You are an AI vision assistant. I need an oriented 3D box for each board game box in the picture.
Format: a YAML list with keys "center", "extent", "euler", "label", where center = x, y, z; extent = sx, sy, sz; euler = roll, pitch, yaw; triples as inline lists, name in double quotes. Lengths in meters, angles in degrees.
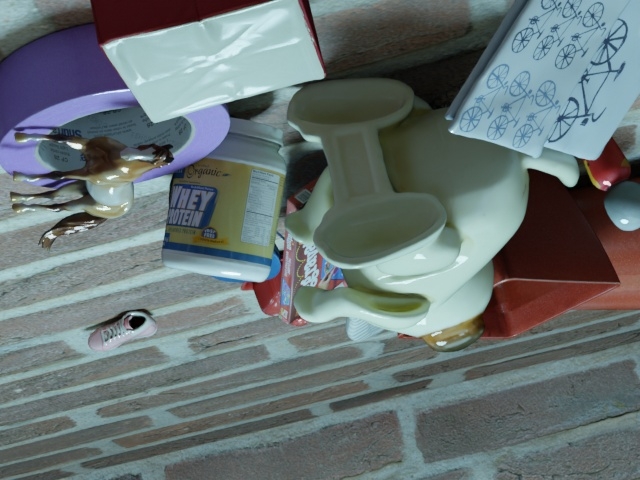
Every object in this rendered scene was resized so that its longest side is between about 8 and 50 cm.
- center: [0.000, 0.000, 2.067]
  extent: [0.145, 0.027, 0.281]
  euler: [-36, 152, -30]
  label: "board game box"

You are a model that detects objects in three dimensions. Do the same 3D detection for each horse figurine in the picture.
- center: [-0.276, -0.067, 1.598]
  extent: [0.174, 0.066, 0.263]
  euler: [-1, 157, -15]
  label: "horse figurine"

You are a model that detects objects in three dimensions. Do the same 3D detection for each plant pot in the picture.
- center: [0.501, 0.009, 2.357]
  extent: [0.265, 0.272, 0.272]
  euler: [-5, 162, 3]
  label: "plant pot"
- center: [0.276, 0.007, 2.189]
  extent: [0.267, 0.235, 0.267]
  euler: [4, 155, -38]
  label: "plant pot"

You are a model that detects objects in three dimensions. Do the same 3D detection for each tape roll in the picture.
- center: [-0.249, -0.154, 1.601]
  extent: [0.275, 0.090, 0.275]
  euler: [-11, 161, -4]
  label: "tape roll"

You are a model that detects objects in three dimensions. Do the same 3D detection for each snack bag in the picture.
- center: [0.323, -0.234, 1.571]
  extent: [0.342, 0.037, 0.323]
  euler: [10, 117, -50]
  label: "snack bag"

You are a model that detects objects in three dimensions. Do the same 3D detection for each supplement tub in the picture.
- center: [-0.123, -0.053, 1.754]
  extent: [0.144, 0.199, 0.144]
  euler: [9, 177, 0]
  label: "supplement tub"

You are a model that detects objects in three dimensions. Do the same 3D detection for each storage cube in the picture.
- center: [-0.112, -0.248, 1.251]
  extent: [0.184, 0.193, 0.215]
  euler: [-14, 163, 3]
  label: "storage cube"

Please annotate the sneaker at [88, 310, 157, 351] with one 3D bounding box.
- center: [-0.375, 0.166, 2.521]
  extent: [0.134, 0.051, 0.070]
  euler: [-16, 160, -1]
  label: "sneaker"

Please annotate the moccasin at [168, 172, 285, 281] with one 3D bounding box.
- center: [-0.129, -0.033, 1.990]
  extent: [0.138, 0.116, 0.342]
  euler: [-9, 158, 5]
  label: "moccasin"

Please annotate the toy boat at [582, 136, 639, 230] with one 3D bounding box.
- center: [0.515, -0.127, 1.873]
  extent: [0.318, 0.148, 0.267]
  euler: [-22, 165, -12]
  label: "toy boat"

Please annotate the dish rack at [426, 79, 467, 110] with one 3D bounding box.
- center: [0.251, -0.180, 1.884]
  extent: [0.271, 0.074, 0.208]
  euler: [-25, 157, 34]
  label: "dish rack"

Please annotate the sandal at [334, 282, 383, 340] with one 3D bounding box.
- center: [0.098, 0.087, 2.540]
  extent: [0.169, 0.102, 0.416]
  euler: [-30, 163, -2]
  label: "sandal"

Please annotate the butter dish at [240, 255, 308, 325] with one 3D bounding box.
- center: [-0.047, 0.096, 2.426]
  extent: [0.160, 0.118, 0.160]
  euler: [-7, 160, -21]
  label: "butter dish"

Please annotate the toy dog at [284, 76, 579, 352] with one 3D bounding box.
- center: [0.136, -0.020, 1.856]
  extent: [0.395, 0.284, 0.408]
  euler: [-18, 149, -7]
  label: "toy dog"
